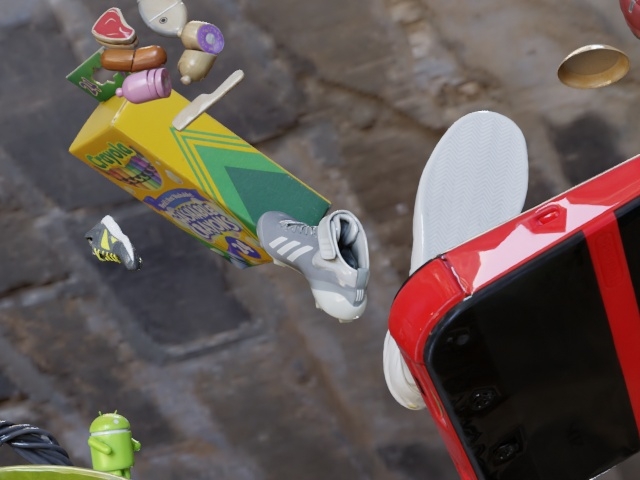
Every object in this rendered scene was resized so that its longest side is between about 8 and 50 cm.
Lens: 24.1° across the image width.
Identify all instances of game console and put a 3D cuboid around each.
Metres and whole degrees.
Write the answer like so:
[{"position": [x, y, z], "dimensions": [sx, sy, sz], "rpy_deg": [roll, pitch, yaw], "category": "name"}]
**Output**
[{"position": [0.250, 0.079, 1.317], "dimensions": [0.060, 0.342, 0.386], "rpy_deg": [58, -3, 39], "category": "game console"}]

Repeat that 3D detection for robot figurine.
[{"position": [-0.334, 0.330, 2.399], "dimensions": [0.101, 0.067, 0.115], "rpy_deg": [5, 76, -63], "category": "robot figurine"}]

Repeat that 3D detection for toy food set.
[{"position": [-0.107, -0.123, 0.958], "dimensions": [0.122, 0.078, 0.019], "rpy_deg": [41, -12, 33], "category": "toy food set"}]

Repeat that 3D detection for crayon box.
[{"position": [-0.168, -0.091, 1.791], "dimensions": [0.323, 0.203, 0.083], "rpy_deg": [36, 72, -16], "category": "crayon box"}]

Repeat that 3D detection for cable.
[{"position": [-0.375, 0.289, 1.801], "dimensions": [0.047, 0.184, 0.150], "rpy_deg": [15, -79, 63], "category": "cable"}]

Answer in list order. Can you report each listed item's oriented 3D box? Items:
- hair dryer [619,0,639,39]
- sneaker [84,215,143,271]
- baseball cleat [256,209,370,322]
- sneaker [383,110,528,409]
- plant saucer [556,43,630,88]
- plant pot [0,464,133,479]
[{"position": [0.309, -0.233, 1.099], "dimensions": [0.080, 0.223, 0.293], "rpy_deg": [42, 10, 26], "category": "hair dryer"}, {"position": [-0.197, 0.010, 1.424], "dimensions": [0.083, 0.035, 0.031], "rpy_deg": [45, -14, 49], "category": "sneaker"}, {"position": [0.000, 0.000, 1.614], "dimensions": [0.206, 0.072, 0.109], "rpy_deg": [44, -51, 44], "category": "baseball cleat"}, {"position": [0.124, 0.024, 1.504], "dimensions": [0.169, 0.108, 0.292], "rpy_deg": [114, -7, -67], "category": "sneaker"}, {"position": [0.310, -0.200, 1.704], "dimensions": [0.083, 0.083, 0.015], "rpy_deg": [48, 34, -57], "category": "plant saucer"}, {"position": [-0.302, 0.464, 1.481], "dimensions": [0.366, 0.366, 0.353], "rpy_deg": [-64, 154, -68], "category": "plant pot"}]
